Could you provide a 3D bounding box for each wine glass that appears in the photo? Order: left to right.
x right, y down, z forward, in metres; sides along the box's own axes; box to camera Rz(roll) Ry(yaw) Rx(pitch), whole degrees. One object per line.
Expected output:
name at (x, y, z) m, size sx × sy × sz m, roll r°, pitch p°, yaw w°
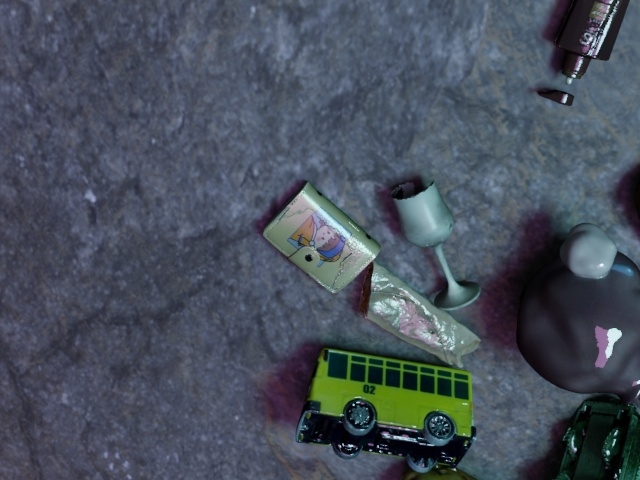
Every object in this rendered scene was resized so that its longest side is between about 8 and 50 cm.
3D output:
wine glass at (0.170, 0.004, 1.135) m, size 0.079 × 0.079 × 0.196 m, roll -22°, pitch 111°, yaw 9°

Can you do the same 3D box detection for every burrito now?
burrito at (0.150, 0.124, 1.192) m, size 0.226 × 0.060 × 0.087 m, roll 32°, pitch 99°, yaw -10°

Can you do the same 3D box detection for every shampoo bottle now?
shampoo bottle at (0.362, -0.297, 1.018) m, size 0.068 × 0.067 × 0.236 m, roll 29°, pitch 114°, yaw 32°

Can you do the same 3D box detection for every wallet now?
wallet at (0.000, 0.000, 1.156) m, size 0.155 × 0.039 × 0.110 m, roll 41°, pitch 105°, yaw -13°

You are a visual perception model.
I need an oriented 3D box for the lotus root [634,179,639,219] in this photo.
lotus root at (0.513, -0.023, 1.110) m, size 0.094 × 0.108 × 0.191 m, roll -3°, pitch 128°, yaw 30°

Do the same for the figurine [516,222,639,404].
figurine at (0.455, 0.149, 1.110) m, size 0.364 × 0.218 × 0.206 m, roll 23°, pitch 154°, yaw -16°

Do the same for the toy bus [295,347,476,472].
toy bus at (0.100, 0.260, 1.199) m, size 0.262 × 0.150 × 0.128 m, roll 10°, pitch 141°, yaw -3°

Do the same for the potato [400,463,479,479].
potato at (0.264, 0.480, 1.275) m, size 0.300 × 0.173 × 0.140 m, roll 39°, pitch 87°, yaw -14°

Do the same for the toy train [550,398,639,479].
toy train at (0.462, 0.421, 1.205) m, size 0.178 × 0.138 × 0.330 m, roll 26°, pitch 75°, yaw -16°
